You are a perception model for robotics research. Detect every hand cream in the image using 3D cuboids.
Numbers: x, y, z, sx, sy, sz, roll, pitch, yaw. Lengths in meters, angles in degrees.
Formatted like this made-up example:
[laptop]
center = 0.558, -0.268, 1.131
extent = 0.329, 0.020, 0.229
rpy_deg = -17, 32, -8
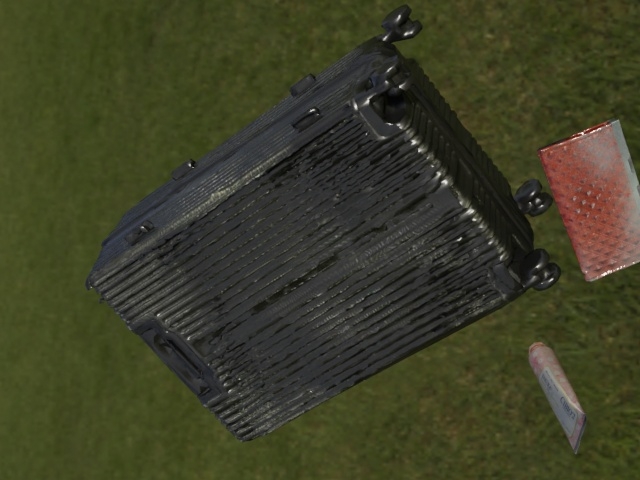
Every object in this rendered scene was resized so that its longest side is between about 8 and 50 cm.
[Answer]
[hand cream]
center = 0.361, 0.229, 1.568
extent = 0.209, 0.043, 0.067
rpy_deg = -104, 21, -59

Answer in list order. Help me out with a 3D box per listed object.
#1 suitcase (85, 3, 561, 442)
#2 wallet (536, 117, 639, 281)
[suitcase]
center = 0.000, 0.000, 0.878
extent = 0.335, 0.229, 0.152
rpy_deg = -32, 20, 23
[wallet]
center = 0.347, -0.047, 1.275
extent = 0.020, 0.103, 0.196
rpy_deg = -98, -17, -65
